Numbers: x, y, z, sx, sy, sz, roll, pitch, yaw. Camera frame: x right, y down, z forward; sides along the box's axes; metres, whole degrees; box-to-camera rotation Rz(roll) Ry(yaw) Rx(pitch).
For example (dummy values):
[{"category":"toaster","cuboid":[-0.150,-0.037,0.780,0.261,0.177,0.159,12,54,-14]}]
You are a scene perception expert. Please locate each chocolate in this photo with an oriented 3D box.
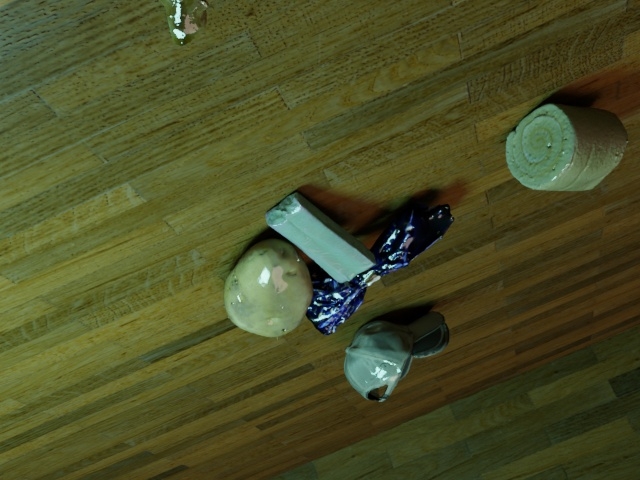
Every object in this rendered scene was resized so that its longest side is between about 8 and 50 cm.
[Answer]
[{"category":"chocolate","cuboid":[0.097,0.040,1.598,0.343,0.126,0.148,-37,137,26]}]

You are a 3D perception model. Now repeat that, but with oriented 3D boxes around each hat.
[{"category":"hat","cuboid":[0.170,0.243,2.026,0.275,0.161,0.232,-34,175,-31]}]

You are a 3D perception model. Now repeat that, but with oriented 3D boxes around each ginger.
[{"category":"ginger","cuboid":[-0.144,-0.269,0.923,0.137,0.057,0.044,102,15,-50]}]

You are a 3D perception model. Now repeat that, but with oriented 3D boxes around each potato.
[{"category":"potato","cuboid":[-0.085,0.090,1.543,0.161,0.128,0.234,9,140,-28]}]

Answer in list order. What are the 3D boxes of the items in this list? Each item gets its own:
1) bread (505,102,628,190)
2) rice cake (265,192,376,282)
[{"category":"bread","cuboid":[0.405,-0.150,1.453,0.141,0.134,0.148,-2,161,-34]},{"category":"rice cake","cuboid":[0.000,-0.001,1.475,0.080,0.042,0.222,-28,135,25]}]
